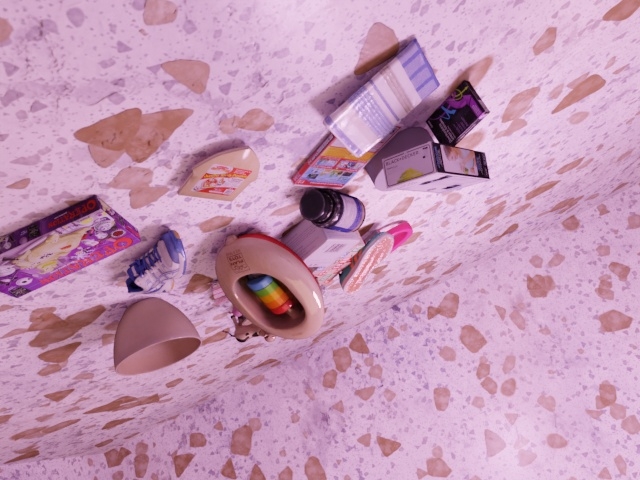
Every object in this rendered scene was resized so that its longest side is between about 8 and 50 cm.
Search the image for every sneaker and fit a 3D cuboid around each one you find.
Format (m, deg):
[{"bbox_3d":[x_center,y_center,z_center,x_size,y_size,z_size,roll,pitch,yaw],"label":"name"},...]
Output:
[{"bbox_3d":[0.166,0.069,2.048,0.108,0.121,0.302,24,113,-35],"label":"sneaker"},{"bbox_3d":[-0.467,0.079,1.450,0.131,0.111,0.296,-9,152,-35],"label":"sneaker"}]

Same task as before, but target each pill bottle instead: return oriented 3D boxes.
[{"bbox_3d":[0.037,-0.093,1.592,0.123,0.122,0.219,-38,155,26],"label":"pill bottle"}]

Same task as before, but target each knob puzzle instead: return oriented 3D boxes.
[{"bbox_3d":[-0.232,-0.170,1.257,0.213,0.030,0.213,-21,157,-9],"label":"knob puzzle"}]

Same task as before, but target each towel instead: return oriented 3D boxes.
[{"bbox_3d":[-0.332,0.175,1.920,0.144,0.029,0.197,-20,159,-15],"label":"towel"},{"bbox_3d":[0.150,-0.334,1.257,0.285,0.034,0.209,-41,152,13],"label":"towel"}]

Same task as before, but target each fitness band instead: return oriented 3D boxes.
[{"bbox_3d":[0.260,0.017,2.166,0.209,0.054,0.291,-2,149,-45],"label":"fitness band"}]

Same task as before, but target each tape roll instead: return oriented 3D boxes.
[{"bbox_3d":[0.246,-0.241,1.557,0.219,0.072,0.219,-22,158,-9],"label":"tape roll"}]

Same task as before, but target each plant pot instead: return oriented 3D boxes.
[{"bbox_3d":[-0.566,0.307,1.739,0.284,0.190,0.284,-22,157,-10],"label":"plant pot"}]

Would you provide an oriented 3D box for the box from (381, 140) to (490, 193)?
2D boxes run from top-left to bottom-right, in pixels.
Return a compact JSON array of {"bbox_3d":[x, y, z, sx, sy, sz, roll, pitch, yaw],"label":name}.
[{"bbox_3d":[0.329,-0.199,1.456,0.169,0.087,0.290,-14,171,43],"label":"box"}]

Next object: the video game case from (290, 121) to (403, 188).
[{"bbox_3d":[0.072,-0.242,1.430,0.204,0.025,0.285,-2,147,-45],"label":"video game case"}]

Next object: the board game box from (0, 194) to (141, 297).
[{"bbox_3d":[-0.636,0.023,1.233,0.347,0.056,0.208,-25,162,-2],"label":"board game box"}]

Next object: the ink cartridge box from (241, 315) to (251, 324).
[{"bbox_3d":[-0.203,0.256,2.149,0.235,0.088,0.193,-4,149,-41],"label":"ink cartridge box"}]

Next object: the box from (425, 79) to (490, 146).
[{"bbox_3d":[0.373,-0.339,1.418,0.029,0.116,0.162,-4,149,-39],"label":"box"}]

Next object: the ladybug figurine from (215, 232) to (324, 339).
[{"bbox_3d":[-0.152,0.135,1.665,0.305,0.161,0.449,-17,124,26],"label":"ladybug figurine"}]

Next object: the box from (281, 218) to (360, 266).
[{"bbox_3d":[0.000,0.000,1.762,0.181,0.119,0.182,2,146,-49],"label":"box"}]

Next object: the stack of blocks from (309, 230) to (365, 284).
[{"bbox_3d":[0.035,0.064,1.984,0.171,0.087,0.297,-3,149,-43],"label":"stack of blocks"}]

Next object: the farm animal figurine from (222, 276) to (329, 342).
[{"bbox_3d":[-0.160,0.283,1.933,0.327,0.172,0.330,4,140,-33],"label":"farm animal figurine"}]
